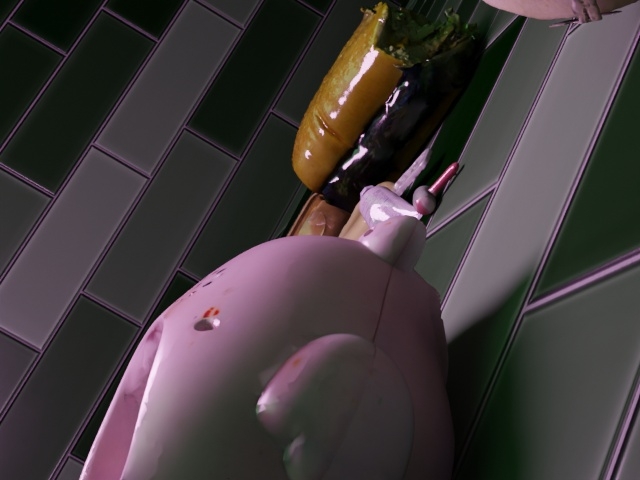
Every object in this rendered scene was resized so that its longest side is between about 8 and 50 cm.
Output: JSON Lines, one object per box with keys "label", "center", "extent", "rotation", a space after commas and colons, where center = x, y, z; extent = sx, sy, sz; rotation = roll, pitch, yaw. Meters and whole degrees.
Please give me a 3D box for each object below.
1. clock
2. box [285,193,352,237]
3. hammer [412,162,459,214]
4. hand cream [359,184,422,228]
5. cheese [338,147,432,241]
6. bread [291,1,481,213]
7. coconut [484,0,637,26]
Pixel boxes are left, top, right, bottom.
{"label": "clock", "center": [-0.048, 0.159, 0.864], "extent": [0.368, 0.251, 0.376], "rotation": [-50, 12, 51]}
{"label": "box", "center": [0.000, 0.000, 1.842], "extent": [0.177, 0.111, 0.111], "rotation": [-61, 7, -14]}
{"label": "hammer", "center": [0.153, -0.072, 1.345], "extent": [0.083, 0.031, 0.052], "rotation": [-50, 13, 22]}
{"label": "hand cream", "center": [0.096, -0.035, 1.462], "extent": [0.084, 0.053, 0.142], "rotation": [-58, 35, 16]}
{"label": "cheese", "center": [0.103, -0.060, 1.570], "extent": [0.255, 0.050, 0.127], "rotation": [-49, 10, 48]}
{"label": "bread", "center": [0.096, -0.226, 1.750], "extent": [0.376, 0.208, 0.251], "rotation": [-60, 1, 29]}
{"label": "coconut", "center": [0.231, -0.354, 0.933], "extent": [0.323, 0.323, 0.323], "rotation": [-58, 7, 11]}
